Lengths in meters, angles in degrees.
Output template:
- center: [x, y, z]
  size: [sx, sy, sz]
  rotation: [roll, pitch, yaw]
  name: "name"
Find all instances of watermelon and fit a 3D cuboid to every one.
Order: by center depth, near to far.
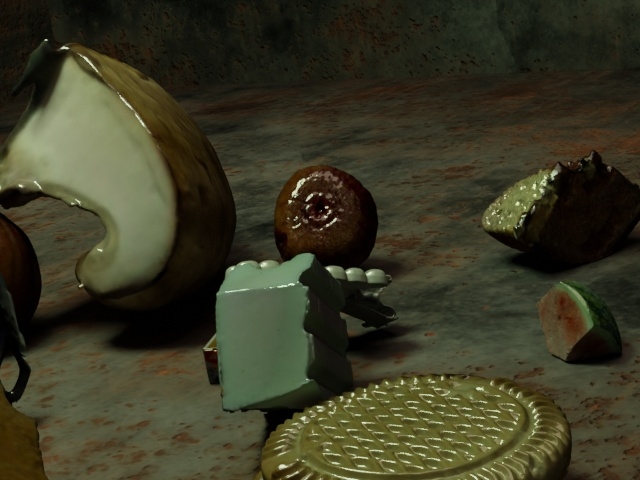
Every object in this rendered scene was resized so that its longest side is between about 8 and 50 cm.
- center: [0.260, 0.083, 1.325]
  size: [0.072, 0.085, 0.092]
  rotation: [-23, -31, 25]
  name: "watermelon"

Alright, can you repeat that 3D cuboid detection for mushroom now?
- center: [-0.193, -0.052, 1.685]
  size: [0.313, 0.224, 0.397]
  rotation: [40, 9, 24]
  name: "mushroom"

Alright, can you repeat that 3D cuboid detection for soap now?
- center: [-0.032, 0.092, 1.202]
  size: [0.091, 0.145, 0.230]
  rotation: [-8, -13, 9]
  name: "soap"

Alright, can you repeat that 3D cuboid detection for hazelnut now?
- center: [-0.427, 0.041, 1.597]
  size: [0.178, 0.178, 0.204]
  rotation: [-7, 4, -1]
  name: "hazelnut"

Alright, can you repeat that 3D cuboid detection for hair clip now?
- center: [-0.017, 0.058, 1.402]
  size: [0.220, 0.054, 0.140]
  rotation: [6, -14, -29]
  name: "hair clip"

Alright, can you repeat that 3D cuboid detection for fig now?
- center: [0.000, 0.000, 1.711]
  size: [0.133, 0.146, 0.201]
  rotation: [15, -26, -1]
  name: "fig"

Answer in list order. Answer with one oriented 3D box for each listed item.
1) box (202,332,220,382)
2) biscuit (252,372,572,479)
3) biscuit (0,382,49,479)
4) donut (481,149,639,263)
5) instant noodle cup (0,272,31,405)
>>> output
- center: [-0.072, 0.099, 1.454]
  size: [0.055, 0.040, 0.218]
  rotation: [-4, 15, 15]
  name: "box"
- center: [0.068, 0.176, 1.012]
  size: [0.259, 0.079, 0.259]
  rotation: [-7, 14, 2]
  name: "biscuit"
- center: [-0.377, 0.157, 0.938]
  size: [0.394, 0.076, 0.368]
  rotation: [19, 22, -35]
  name: "biscuit"
- center: [0.298, -0.030, 1.647]
  size: [0.186, 0.144, 0.126]
  rotation: [-47, 23, -18]
  name: "donut"
- center: [-0.456, 0.090, 1.322]
  size: [0.258, 0.302, 0.181]
  rotation: [-60, 21, -17]
  name: "instant noodle cup"
